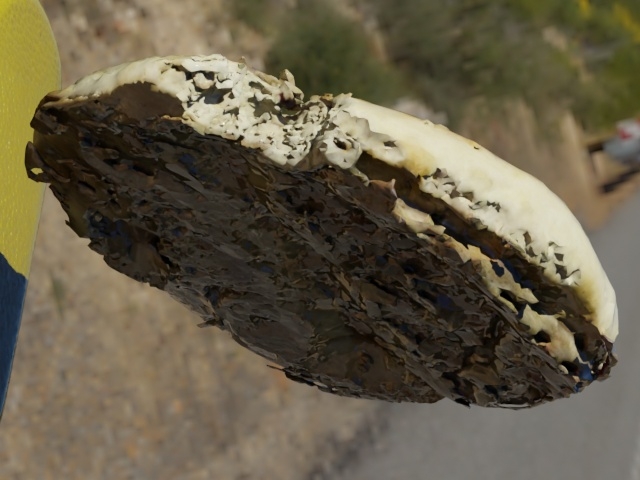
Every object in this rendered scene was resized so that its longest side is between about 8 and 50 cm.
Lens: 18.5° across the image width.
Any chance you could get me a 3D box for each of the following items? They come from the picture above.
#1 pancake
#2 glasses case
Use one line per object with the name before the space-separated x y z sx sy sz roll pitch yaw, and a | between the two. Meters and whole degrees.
pancake | -0.001 0.001 1.157 0.071 0.382 0.382 -67 150 -21
glasses case | -0.281 -0.029 1.326 0.173 0.141 0.371 70 20 -53
